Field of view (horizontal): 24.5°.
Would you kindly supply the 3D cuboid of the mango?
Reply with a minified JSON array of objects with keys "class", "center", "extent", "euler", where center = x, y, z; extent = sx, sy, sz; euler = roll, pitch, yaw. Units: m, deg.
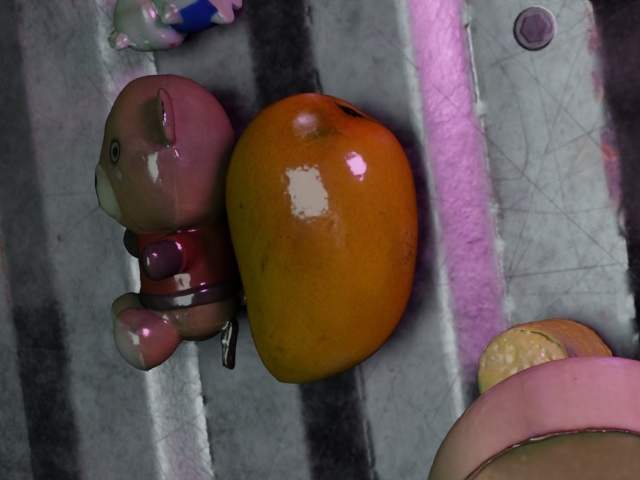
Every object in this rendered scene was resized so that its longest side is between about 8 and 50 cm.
[{"class":"mango","center":[0.000,0.000,1.575],"extent":[0.211,0.173,0.317],"euler":[4,102,19]}]

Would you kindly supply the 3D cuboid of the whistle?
[{"class":"whistle","center":[-0.148,-0.279,1.677],"extent":[0.244,0.110,0.092],"euler":[-24,113,26]}]

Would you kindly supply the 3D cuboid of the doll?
[{"class":"doll","center":[-0.162,-0.022,1.652],"extent":[0.174,0.235,0.330],"euler":[-5,101,-2]}]

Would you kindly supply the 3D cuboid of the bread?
[{"class":"bread","center":[0.227,0.135,1.498],"extent":[0.129,0.114,0.111],"euler":[-32,72,21]}]

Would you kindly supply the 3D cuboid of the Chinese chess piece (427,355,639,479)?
[{"class":"Chinese chess piece","center":[0.265,0.274,1.403],"extent":[0.338,0.140,0.338],"euler":[4,118,8]}]
